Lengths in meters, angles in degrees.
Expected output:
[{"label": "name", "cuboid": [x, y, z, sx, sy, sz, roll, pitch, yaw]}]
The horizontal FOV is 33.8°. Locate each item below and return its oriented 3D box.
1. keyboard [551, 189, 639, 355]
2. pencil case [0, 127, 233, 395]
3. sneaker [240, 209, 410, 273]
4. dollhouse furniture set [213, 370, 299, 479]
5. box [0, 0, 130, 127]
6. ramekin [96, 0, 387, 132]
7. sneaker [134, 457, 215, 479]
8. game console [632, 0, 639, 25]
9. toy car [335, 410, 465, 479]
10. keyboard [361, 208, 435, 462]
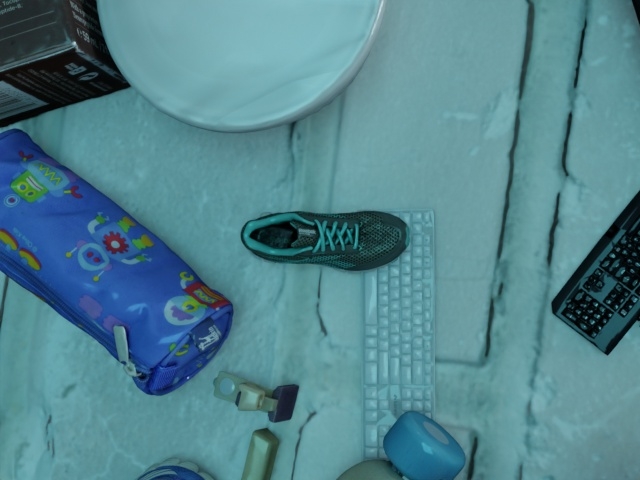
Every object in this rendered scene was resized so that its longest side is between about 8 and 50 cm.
[{"label": "keyboard", "cuboid": [0.309, 0.019, 0.977, 0.100, 0.038, 0.192, 38, 93, 8]}, {"label": "pencil case", "cuboid": [-0.224, 0.025, 1.007, 0.306, 0.133, 0.119, 38, 125, 9]}, {"label": "sneaker", "cuboid": [0.000, 0.000, 0.997, 0.167, 0.076, 0.064, -2, 87, 13]}, {"label": "dollhouse furniture set", "cuboid": [-0.087, 0.184, 1.009, 0.081, 0.091, 0.114, 14, 92, 24]}, {"label": "box", "cuboid": [-0.304, -0.235, 1.013, 0.167, 0.168, 0.203, -16, 85, 7]}, {"label": "ramekin", "cuboid": [-0.064, -0.230, 1.000, 0.273, 0.127, 0.272, 0, 87, 9]}, {"label": "sneaker", "cuboid": [-0.222, 0.352, 0.979, 0.130, 0.147, 0.330, 33, 92, 9]}, {"label": "game console", "cuboid": [0.433, -0.301, 0.946, 0.342, 0.060, 0.386, -18, 89, 5]}, {"label": "toy car", "cuboid": [0.113, 0.320, 0.940, 0.238, 0.210, 0.219, 34, 103, -20]}, {"label": "keyboard", "cuboid": [0.075, 0.097, 1.018, 0.072, 0.014, 0.255, 0, 86, 8]}]
